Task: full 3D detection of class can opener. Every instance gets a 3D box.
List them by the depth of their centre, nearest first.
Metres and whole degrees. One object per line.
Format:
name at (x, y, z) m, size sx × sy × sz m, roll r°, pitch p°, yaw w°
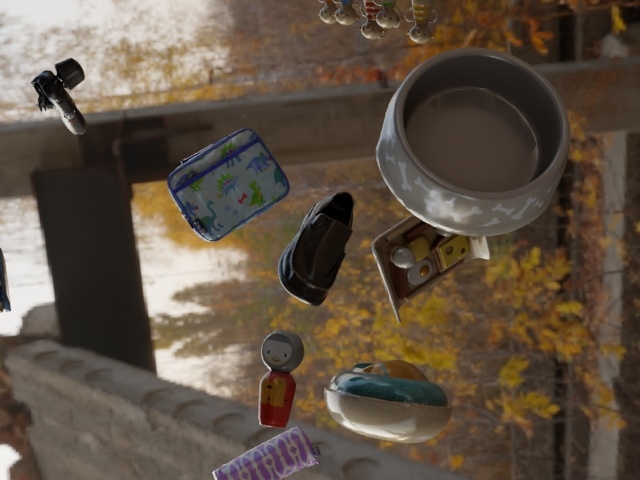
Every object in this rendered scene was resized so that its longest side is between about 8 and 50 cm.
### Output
can opener at (-0.342, -0.182, 1.258) m, size 0.186 × 0.073 × 0.059 m, roll 109°, pitch 138°, yaw -74°

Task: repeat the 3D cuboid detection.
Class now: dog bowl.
dog bowl at (0.273, -0.185, 1.630) m, size 0.102 × 0.348 × 0.349 m, roll 101°, pitch 163°, yaw -66°

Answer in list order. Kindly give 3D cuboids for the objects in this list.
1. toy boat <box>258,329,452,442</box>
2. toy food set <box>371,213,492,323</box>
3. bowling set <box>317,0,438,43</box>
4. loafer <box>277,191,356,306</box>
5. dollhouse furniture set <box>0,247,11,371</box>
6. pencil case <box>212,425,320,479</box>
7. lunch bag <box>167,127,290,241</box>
toy boat at (0.053, 0.233, 1.483) m, size 0.267 × 0.318 × 0.148 m, roll 172°, pitch 107°, yaw -68°
toy food set at (0.276, 0.036, 2.258) m, size 0.092 × 0.306 × 0.220 m, roll 37°, pitch 154°, yaw 52°
bowling set at (0.096, -0.512, 2.011) m, size 0.200 × 0.287 × 0.154 m, roll -25°, pitch -58°, yaw -64°
loafer at (0.000, 0.000, 1.304) m, size 0.078 × 0.080 × 0.220 m, roll -53°, pitch 15°, yaw 38°
dollhouse furniture set at (-0.748, 0.096, 1.749) m, size 0.198 × 0.286 × 0.303 m, roll 92°, pitch 163°, yaw -49°
pencil case at (-0.104, 0.437, 1.800) m, size 0.086 × 0.206 × 0.088 m, roll 41°, pitch 152°, yaw 63°
lunch bag at (-0.188, -0.112, 1.874) m, size 0.176 × 0.219 × 0.090 m, roll 59°, pitch 172°, yaw -4°
